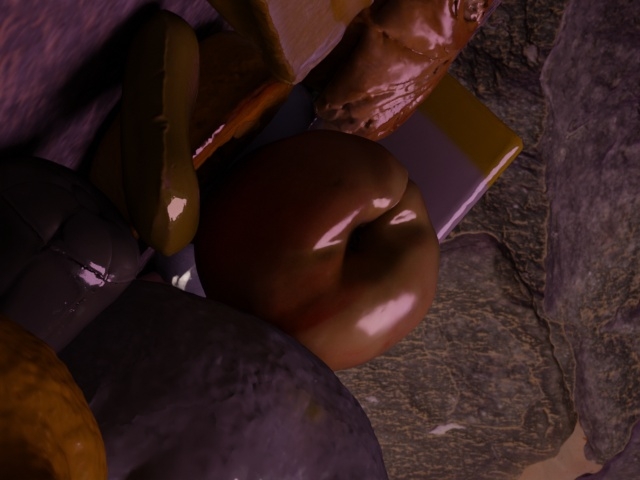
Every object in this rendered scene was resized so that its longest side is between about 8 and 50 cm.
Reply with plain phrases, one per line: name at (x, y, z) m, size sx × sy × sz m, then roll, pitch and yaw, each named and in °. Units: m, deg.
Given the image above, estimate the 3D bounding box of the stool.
stool at (-0.160, 0.016, 0.635) m, size 0.110 × 0.096 × 0.096 m, roll -47°, pitch 177°, yaw 13°

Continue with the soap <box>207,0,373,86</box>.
soap at (0.007, -0.197, 0.566) m, size 0.199 × 0.091 × 0.315 m, roll -50°, pitch 177°, yaw 0°

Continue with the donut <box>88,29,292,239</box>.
donut at (-0.090, -0.076, 0.799) m, size 0.162 × 0.065 × 0.178 m, roll -47°, pitch 180°, yaw 35°

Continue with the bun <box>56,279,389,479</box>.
bun at (-0.133, 0.200, 0.785) m, size 0.362 × 0.362 × 0.211 m, roll -53°, pitch -158°, yaw 31°

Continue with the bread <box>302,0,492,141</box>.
bread at (0.071, -0.195, 1.014) m, size 0.236 × 0.120 × 0.198 m, roll -54°, pitch 177°, yaw 18°

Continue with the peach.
peach at (-0.007, 0.008, 0.863) m, size 0.184 × 0.184 × 0.184 m, roll -50°, pitch 176°, yaw -5°

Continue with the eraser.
eraser at (-0.083, -0.042, 1.048) m, size 0.174 × 0.081 × 0.227 m, roll -51°, pitch 175°, yaw -16°

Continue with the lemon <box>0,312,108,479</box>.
lemon at (-0.194, 0.114, 0.525) m, size 0.244 × 0.187 × 0.187 m, roll -9°, pitch -155°, yaw 39°

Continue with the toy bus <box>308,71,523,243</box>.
toy bus at (0.000, 0.000, 1.287) m, size 0.440 × 0.209 × 0.249 m, roll -48°, pitch -178°, yaw -3°

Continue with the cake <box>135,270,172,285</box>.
cake at (-0.193, 0.256, 1.098) m, size 0.307 × 0.293 × 0.314 m, roll -46°, pitch -179°, yaw -28°

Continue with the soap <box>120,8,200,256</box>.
soap at (-0.090, -0.061, 0.660) m, size 0.089 × 0.045 × 0.140 m, roll 94°, pitch -6°, yaw -66°
